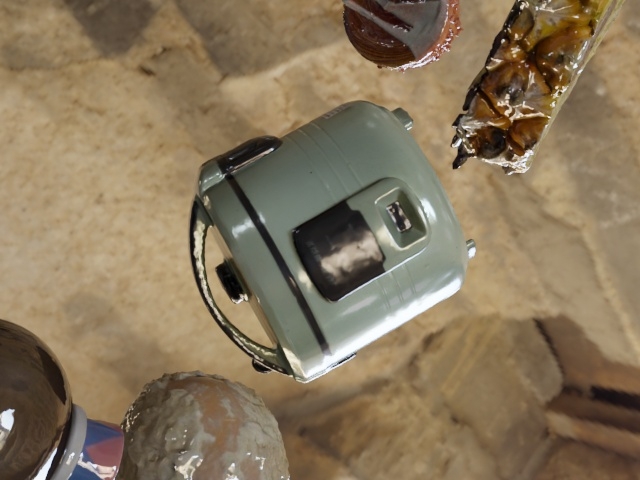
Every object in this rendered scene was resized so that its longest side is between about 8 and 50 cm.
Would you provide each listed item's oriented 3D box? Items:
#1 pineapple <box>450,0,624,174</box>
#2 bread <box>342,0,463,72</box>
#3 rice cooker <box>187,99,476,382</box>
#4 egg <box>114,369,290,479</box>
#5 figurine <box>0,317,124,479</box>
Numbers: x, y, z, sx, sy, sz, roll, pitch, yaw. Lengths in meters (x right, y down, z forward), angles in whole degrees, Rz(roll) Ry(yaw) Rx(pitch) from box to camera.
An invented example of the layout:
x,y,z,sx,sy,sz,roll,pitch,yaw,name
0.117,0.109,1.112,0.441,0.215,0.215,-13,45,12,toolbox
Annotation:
x,y,z,sx,sy,sz,roll,pitch,yaw,name
0.143,-0.120,0.665,0.047,0.221,0.221,34,-26,10,pineapple
0.109,-0.301,1.555,0.160,0.161,0.073,30,10,18,bread
0.000,0.000,1.080,0.226,0.244,0.226,62,-4,8,rice cooker
-0.178,0.341,1.730,0.279,0.279,0.311,-38,-113,64,egg
-0.273,0.126,0.803,0.275,0.158,0.161,8,-3,-11,figurine
